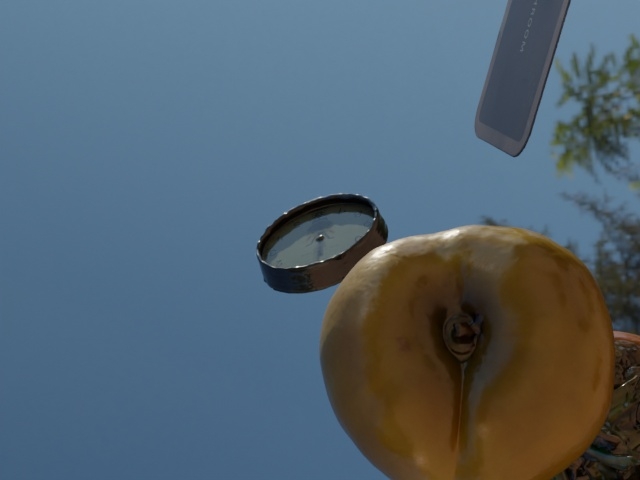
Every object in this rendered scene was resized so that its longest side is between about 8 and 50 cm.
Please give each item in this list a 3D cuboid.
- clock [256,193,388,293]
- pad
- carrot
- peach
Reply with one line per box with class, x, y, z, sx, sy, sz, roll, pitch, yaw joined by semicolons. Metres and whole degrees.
clock;0.000;0.000;1.539;0.184;0.184;0.040;-48;-54;-36
pad;0.202;-0.217;1.080;0.002;0.176;0.266;12;-78;-11
carrot;0.254;0.182;1.015;0.331;0.214;0.193;40;-149;-61
peach;0.086;0.072;0.684;0.103;0.179;0.179;61;-137;-62
